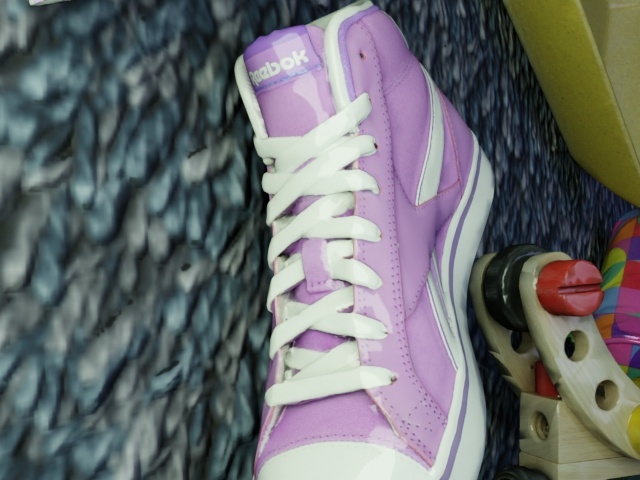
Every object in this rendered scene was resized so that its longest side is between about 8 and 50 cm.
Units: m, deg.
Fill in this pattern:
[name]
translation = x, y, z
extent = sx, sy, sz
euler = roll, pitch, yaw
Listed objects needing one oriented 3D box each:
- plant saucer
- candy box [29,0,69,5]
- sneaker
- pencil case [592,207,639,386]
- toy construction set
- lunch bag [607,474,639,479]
[plant saucer]
translation = 0.268, -0.244, 0.836
extent = 0.333, 0.081, 0.332
euler = 50, 45, -42
[candy box]
translation = -0.050, -0.193, 0.337
extent = 0.196, 0.070, 0.164
euler = -35, 115, -54
[sneaker]
translation = -0.001, 0.000, 0.372
extent = 0.161, 0.102, 0.282
euler = 53, 33, -34
[pencil case]
translation = 0.336, 0.060, 0.874
extent = 0.236, 0.104, 0.104
euler = -56, 131, -42
[toy construction set]
translation = 0.243, 0.131, 0.562
extent = 0.257, 0.309, 0.237
euler = 12, 80, -48
[lunch bag]
translation = 0.344, 0.214, 0.779
extent = 0.293, 0.138, 0.221
euler = -69, 179, -47
